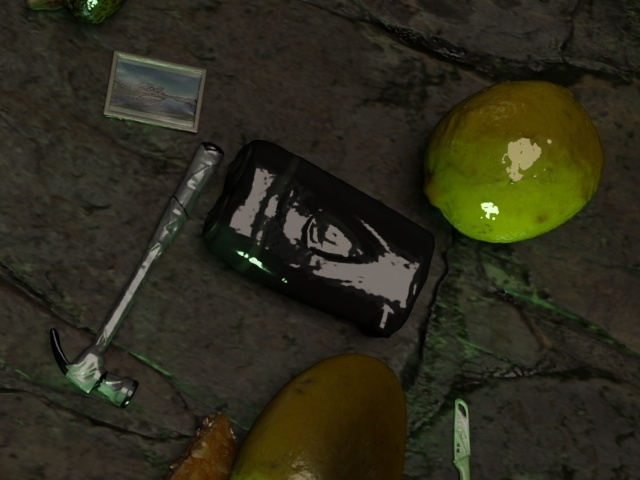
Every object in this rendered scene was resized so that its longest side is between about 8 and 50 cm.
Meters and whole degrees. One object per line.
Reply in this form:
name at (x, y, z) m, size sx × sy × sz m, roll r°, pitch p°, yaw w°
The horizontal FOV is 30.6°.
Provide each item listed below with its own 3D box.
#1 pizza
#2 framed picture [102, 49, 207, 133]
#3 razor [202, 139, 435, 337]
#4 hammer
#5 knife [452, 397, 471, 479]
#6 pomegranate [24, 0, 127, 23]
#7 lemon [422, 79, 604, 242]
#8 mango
pizza at (-0.158, 0.345, 1.680) m, size 0.201 × 0.053 × 0.193 m, roll 38°, pitch 46°, yaw -30°
framed picture at (-0.257, -0.231, 1.822) m, size 0.149 × 0.011 × 0.109 m, roll 10°, pitch 75°, yaw -13°
razor at (-0.001, 0.000, 1.783) m, size 0.349 × 0.113 × 0.204 m, roll 29°, pitch 73°, yaw -10°
hammer at (-0.250, 0.036, 1.749) m, size 0.152 × 0.044 × 0.427 m, roll 32°, pitch 70°, yaw -5°
knife at (0.220, 0.349, 1.817) m, size 0.030 × 0.014 × 0.207 m, roll 4°, pitch 75°, yaw -15°
pomegranate at (-0.368, -0.392, 1.769) m, size 0.163 × 0.125 × 0.138 m, roll -23°, pitch 97°, yaw -18°
lemon at (0.299, -0.123, 1.826) m, size 0.284 × 0.260 × 0.260 m, roll 1°, pitch 77°, yaw -16°
mango at (0.014, 0.319, 1.669) m, size 0.253 × 0.182 × 0.365 m, roll 44°, pitch 59°, yaw -18°
